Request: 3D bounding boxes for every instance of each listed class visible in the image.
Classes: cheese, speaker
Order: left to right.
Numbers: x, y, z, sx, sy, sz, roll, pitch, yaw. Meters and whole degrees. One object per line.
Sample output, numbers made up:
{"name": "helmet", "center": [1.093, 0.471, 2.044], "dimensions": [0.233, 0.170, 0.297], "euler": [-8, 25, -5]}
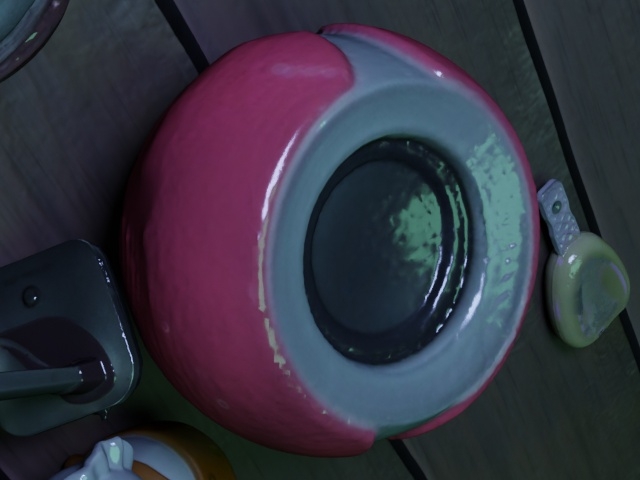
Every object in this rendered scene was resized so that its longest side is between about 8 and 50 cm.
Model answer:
{"name": "speaker", "center": [0.000, 0.000, 0.967], "dimensions": [0.294, 0.294, 0.294], "euler": [-19, 122, -34]}
{"name": "cheese", "center": [0.237, 0.016, 1.347], "dimensions": [0.097, 0.037, 0.192], "euler": [-45, 132, -17]}

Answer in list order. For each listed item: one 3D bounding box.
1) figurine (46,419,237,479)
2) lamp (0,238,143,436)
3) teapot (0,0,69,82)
{"name": "figurine", "center": [-0.149, 0.200, 1.024], "dimensions": [0.271, 0.143, 0.143], "euler": [11, 103, -53]}
{"name": "lamp", "center": [-0.265, 0.057, 0.861], "dimensions": [0.283, 0.203, 0.124], "euler": [26, 49, -56]}
{"name": "teapot", "center": [-0.281, -0.168, 0.698], "dimensions": [0.315, 0.233, 0.312], "euler": [-29, 140, 9]}
